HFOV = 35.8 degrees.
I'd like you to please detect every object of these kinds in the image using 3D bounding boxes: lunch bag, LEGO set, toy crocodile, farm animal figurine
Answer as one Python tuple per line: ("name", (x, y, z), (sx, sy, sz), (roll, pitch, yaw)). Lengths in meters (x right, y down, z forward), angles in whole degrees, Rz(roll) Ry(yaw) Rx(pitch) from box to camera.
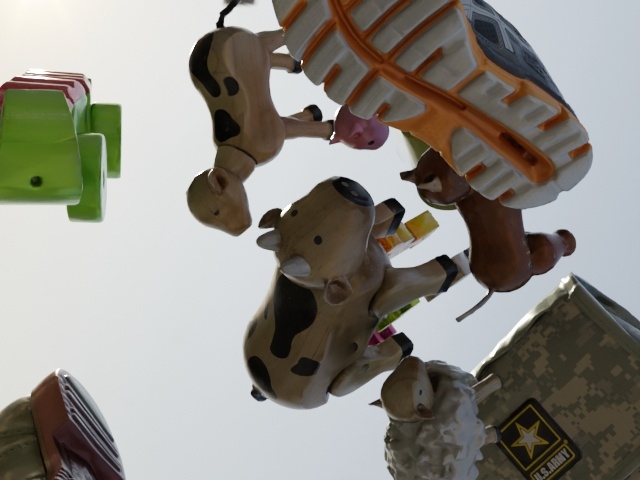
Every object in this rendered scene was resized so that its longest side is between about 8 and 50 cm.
("lunch bag", (0.243, 0.196, 0.878), (0.235, 0.287, 0.169), (-49, -168, 18))
("LEGO set", (0.073, 0.029, 0.914), (0.087, 0.093, 0.227), (55, -39, 8))
("toy crocodile", (-0.215, -0.086, 0.769), (0.340, 0.115, 0.105), (-113, -153, -72))
("farm animal figurine", (0.000, 0.000, 0.741), (0.330, 0.172, 0.327), (34, -51, 39))

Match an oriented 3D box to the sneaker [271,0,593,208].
("sneaker", (0.053, -0.101, 0.509), (0.084, 0.215, 0.083), (-34, -147, 27))

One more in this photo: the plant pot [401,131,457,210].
("plant pot", (0.104, -0.082, 0.843), (0.083, 0.079, 0.083), (-19, -133, 21))

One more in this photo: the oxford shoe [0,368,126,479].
("oxford shoe", (-0.215, 0.234, 0.745), (0.130, 0.123, 0.348), (-31, -156, -2))

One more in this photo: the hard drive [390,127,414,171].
("hard drive", (0.072, -0.226, 1.058), (0.203, 0.040, 0.308), (-99, 173, -75))
